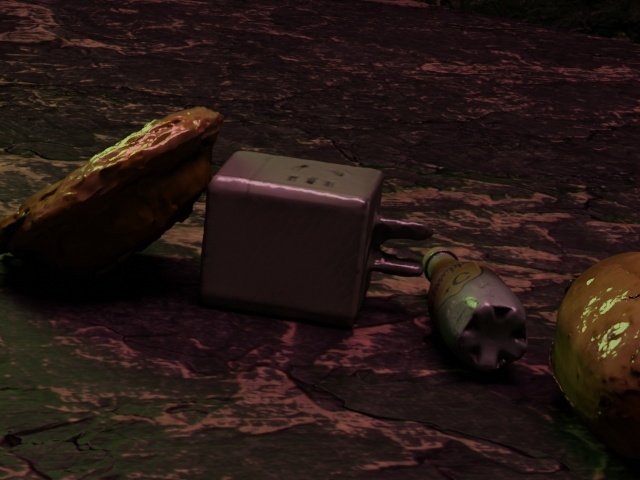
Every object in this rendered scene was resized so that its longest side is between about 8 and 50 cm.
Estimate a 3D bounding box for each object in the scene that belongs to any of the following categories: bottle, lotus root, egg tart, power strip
[{"bbox_3d":[0.143,0.058,1.785,0.083,0.083,0.270,4,13,-10],"label":"bottle"},{"bbox_3d":[0.283,0.098,1.577,0.160,0.146,0.284,-31,22,2],"label":"lotus root"},{"bbox_3d":[-0.208,-0.031,1.817,0.291,0.107,0.291,-31,-1,-1],"label":"egg tart"},{"bbox_3d":[0.000,0.000,1.819,0.224,0.139,0.140,9,16,7],"label":"power strip"}]
